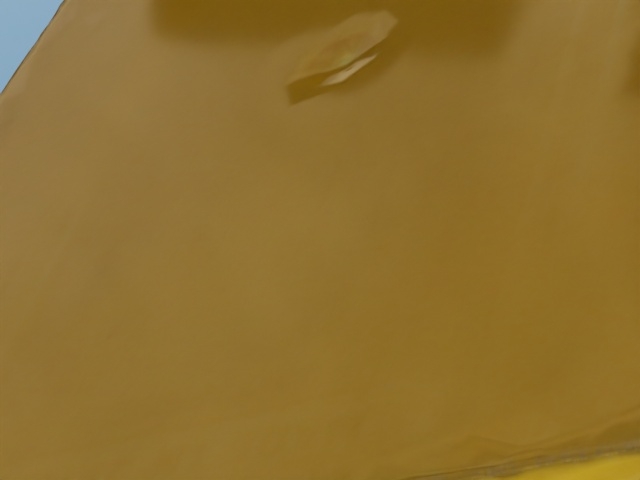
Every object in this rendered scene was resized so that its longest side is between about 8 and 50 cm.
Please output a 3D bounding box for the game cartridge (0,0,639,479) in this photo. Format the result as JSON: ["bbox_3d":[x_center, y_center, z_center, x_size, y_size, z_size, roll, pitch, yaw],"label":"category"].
[{"bbox_3d":[0.016,-0.028,0.482,0.285,0.052,0.323,-14,-145,30],"label":"game cartridge"}]
